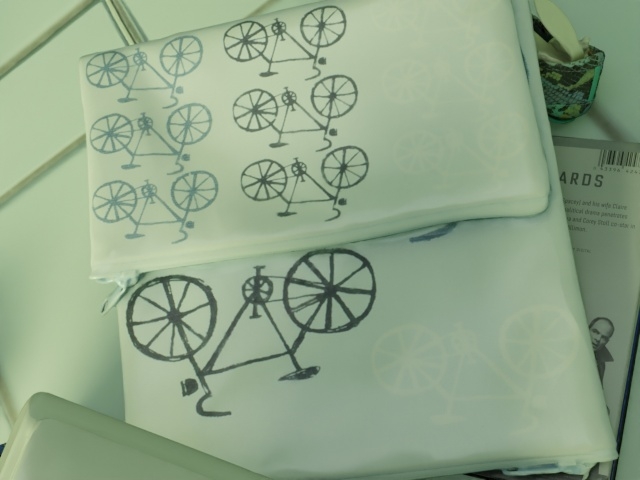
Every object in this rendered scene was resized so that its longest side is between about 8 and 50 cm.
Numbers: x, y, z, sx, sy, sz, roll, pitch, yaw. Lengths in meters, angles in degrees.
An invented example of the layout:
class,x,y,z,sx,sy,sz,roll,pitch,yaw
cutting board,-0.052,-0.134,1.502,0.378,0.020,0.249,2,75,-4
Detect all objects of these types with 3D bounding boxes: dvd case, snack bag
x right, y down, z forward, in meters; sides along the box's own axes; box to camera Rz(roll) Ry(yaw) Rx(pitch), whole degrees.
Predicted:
class,x,y,z,sx,sy,sz,roll,pitch,yaw
dvd case,0.124,0.039,0.629,0.179,0.029,0.238,9,73,23
snack bag,0.000,0.000,0.612,0.323,0.037,0.342,-9,74,9

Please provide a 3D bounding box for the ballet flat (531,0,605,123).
class,x,y,z,sx,sy,sz,roll,pitch,yaw
ballet flat,0.134,-0.165,0.678,0.070,0.070,0.188,-45,67,0

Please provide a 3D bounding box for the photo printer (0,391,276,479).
class,x,y,z,sx,sy,sz,roll,pitch,yaw
photo printer,-0.062,0.254,0.498,0.308,0.107,0.256,26,72,-15

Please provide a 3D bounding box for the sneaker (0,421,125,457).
class,x,y,z,sx,sy,sz,roll,pitch,yaw
sneaker,-0.144,0.164,0.650,0.221,0.087,0.083,-14,67,16
